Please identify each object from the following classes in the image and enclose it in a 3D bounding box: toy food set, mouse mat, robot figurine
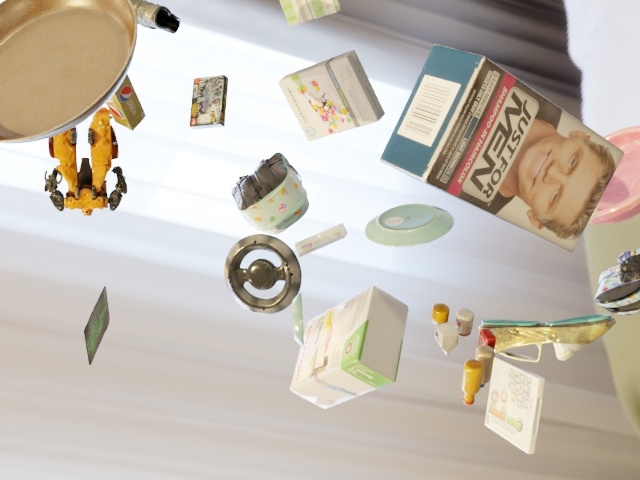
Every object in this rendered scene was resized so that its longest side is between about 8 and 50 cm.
[{"bbox_3d":[0.317,0.244,1.602,0.232,0.111,0.104,-119,26,-54],"label":"toy food set"},{"bbox_3d":[-0.641,0.244,2.089,0.189,0.007,0.152,-81,-2,-51],"label":"mouse mat"},{"bbox_3d":[-0.611,-0.201,1.891,0.085,0.211,0.291,-112,26,-57],"label":"robot figurine"}]

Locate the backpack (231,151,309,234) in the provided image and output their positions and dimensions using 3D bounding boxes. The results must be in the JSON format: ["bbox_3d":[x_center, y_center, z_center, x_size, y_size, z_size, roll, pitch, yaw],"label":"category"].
[{"bbox_3d":[-0.111,-0.098,1.679,0.166,0.144,0.188,-35,20,3],"label":"backpack"}]

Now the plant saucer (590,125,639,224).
[{"bbox_3d":[0.788,-0.161,1.931,0.332,0.084,0.332,-36,25,20],"label":"plant saucer"}]

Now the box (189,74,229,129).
[{"bbox_3d":[-0.290,-0.360,1.892,0.027,0.094,0.137,28,-118,-65],"label":"box"}]

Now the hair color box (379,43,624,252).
[{"bbox_3d":[0.266,-0.120,1.024,0.105,0.347,0.174,36,103,51],"label":"hair color box"}]

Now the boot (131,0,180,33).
[{"bbox_3d":[-0.366,-0.469,1.517,0.246,0.161,0.083,-72,6,-79],"label":"boot"}]

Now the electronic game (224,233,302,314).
[{"bbox_3d":[-0.161,0.094,2.013,0.048,0.229,0.229,-32,-40,-69],"label":"electronic game"}]

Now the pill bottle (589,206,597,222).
[{"bbox_3d":[0.514,-0.103,1.521,0.160,0.087,0.087,-105,29,-48],"label":"pill bottle"}]

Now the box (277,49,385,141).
[{"bbox_3d":[0.020,-0.290,1.474,0.186,0.145,0.038,-8,30,40],"label":"box"}]

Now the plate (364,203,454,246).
[{"bbox_3d":[0.183,-0.040,1.513,0.188,0.188,0.024,-101,0,-63],"label":"plate"}]

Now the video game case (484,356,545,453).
[{"bbox_3d":[0.371,0.313,1.397,0.157,0.019,0.143,-161,77,-72],"label":"video game case"}]

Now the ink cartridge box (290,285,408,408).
[{"bbox_3d":[0.065,0.257,1.711,0.278,0.117,0.201,-34,32,47],"label":"ink cartridge box"}]

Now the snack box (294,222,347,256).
[{"bbox_3d":[0.000,0.000,1.988,0.100,0.141,0.037,119,127,-83],"label":"snack box"}]

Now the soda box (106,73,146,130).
[{"bbox_3d":[-0.481,-0.346,1.740,0.058,0.061,0.181,-55,-19,-22],"label":"soda box"}]

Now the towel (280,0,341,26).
[{"bbox_3d":[-0.032,-0.630,1.885,0.023,0.152,0.113,-64,-42,-53],"label":"towel"}]

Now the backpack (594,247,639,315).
[{"bbox_3d":[0.708,0.096,1.629,0.173,0.158,0.117,-31,44,45],"label":"backpack"}]

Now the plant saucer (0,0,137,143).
[{"bbox_3d":[-0.404,-0.260,1.069,0.050,0.311,0.310,64,-151,-58],"label":"plant saucer"}]

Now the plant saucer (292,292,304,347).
[{"bbox_3d":[-0.049,0.173,1.580,0.119,0.021,0.119,177,90,-88],"label":"plant saucer"}]

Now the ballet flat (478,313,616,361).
[{"bbox_3d":[0.572,0.250,1.841,0.348,0.123,0.123,-7,63,33],"label":"ballet flat"}]
